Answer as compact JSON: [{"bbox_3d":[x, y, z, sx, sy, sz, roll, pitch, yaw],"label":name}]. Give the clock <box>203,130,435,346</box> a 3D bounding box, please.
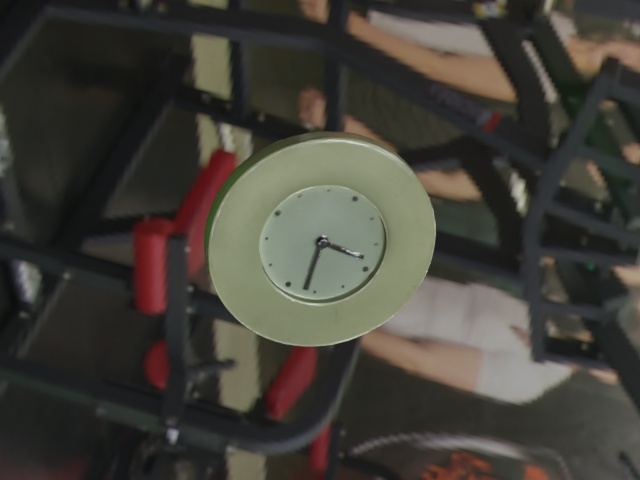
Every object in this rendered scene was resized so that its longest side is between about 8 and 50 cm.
[{"bbox_3d":[0.000,0.000,1.418,0.029,0.235,0.235,-113,-151,-62],"label":"clock"}]
